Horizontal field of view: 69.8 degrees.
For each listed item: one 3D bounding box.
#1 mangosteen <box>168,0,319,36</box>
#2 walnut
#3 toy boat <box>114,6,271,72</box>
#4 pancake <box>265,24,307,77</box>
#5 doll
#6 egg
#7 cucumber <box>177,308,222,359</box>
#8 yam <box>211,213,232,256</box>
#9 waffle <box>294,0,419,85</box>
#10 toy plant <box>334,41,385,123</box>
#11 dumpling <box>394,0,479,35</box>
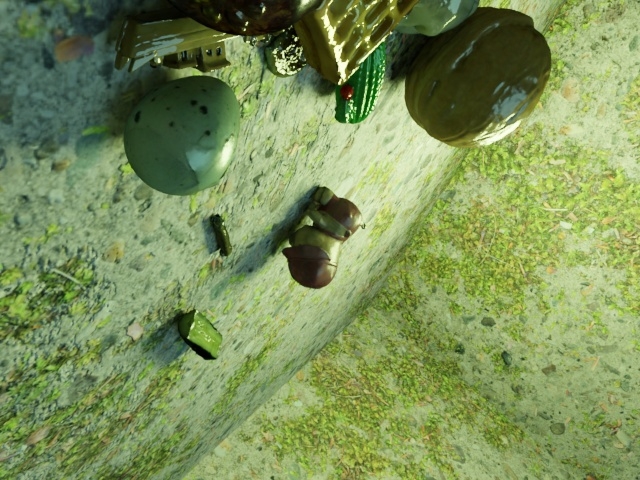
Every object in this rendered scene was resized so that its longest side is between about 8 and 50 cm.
[{"bbox_3d":[-0.070,-0.303,0.407,0.192,0.193,0.216,39,58,-73],"label":"mangosteen"},{"bbox_3d":[0.365,-0.381,1.077,0.333,0.333,0.332,-45,162,-19],"label":"walnut"},{"bbox_3d":[-0.138,-0.228,0.524,0.206,0.065,0.072,-37,141,-38],"label":"toy boat"},{"bbox_3d":[-0.032,-0.309,0.711,0.129,0.022,0.116,-49,163,10],"label":"pancake"},{"bbox_3d":[-0.002,-0.001,1.204,0.196,0.152,0.255,32,81,-41],"label":"doll"},{"bbox_3d":[-0.160,-0.131,0.565,0.164,0.131,0.131,-51,164,-20],"label":"egg"},{"bbox_3d":[-0.296,0.225,1.091,0.211,0.062,0.077,76,21,-62],"label":"cucumber"},{"bbox_3d":[-0.196,-0.007,0.906,0.033,0.027,0.129,-46,161,-21],"label":"yam"},{"bbox_3d":[0.085,-0.389,0.612,0.327,0.098,0.224,-49,165,2],"label":"waffle"},{"bbox_3d":[0.080,-0.330,0.852,0.154,0.088,0.240,-48,156,-55],"label":"toy plant"},{"bbox_3d":[0.214,-0.458,0.894,0.167,0.126,0.215,-30,-167,36],"label":"dumpling"}]
